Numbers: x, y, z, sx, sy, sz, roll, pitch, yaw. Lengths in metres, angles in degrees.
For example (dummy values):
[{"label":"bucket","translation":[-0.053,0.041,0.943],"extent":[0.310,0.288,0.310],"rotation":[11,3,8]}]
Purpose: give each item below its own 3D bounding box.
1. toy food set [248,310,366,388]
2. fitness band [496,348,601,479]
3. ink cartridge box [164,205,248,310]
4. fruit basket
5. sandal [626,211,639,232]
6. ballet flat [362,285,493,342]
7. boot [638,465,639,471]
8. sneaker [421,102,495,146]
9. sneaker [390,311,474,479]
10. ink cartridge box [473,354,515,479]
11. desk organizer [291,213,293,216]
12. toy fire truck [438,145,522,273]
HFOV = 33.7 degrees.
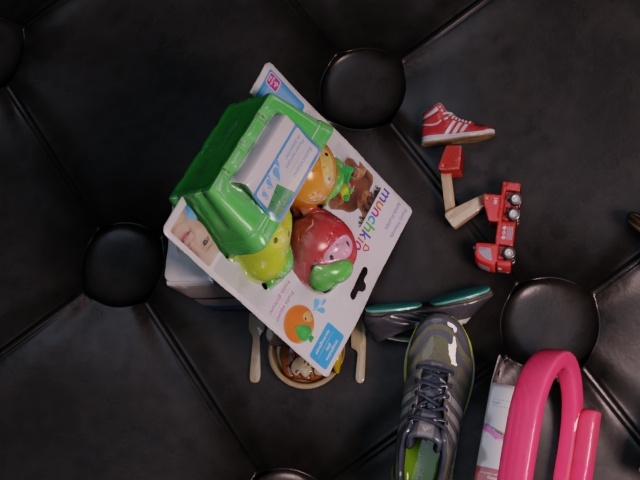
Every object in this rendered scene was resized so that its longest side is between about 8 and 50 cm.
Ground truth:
[{"label":"toy food set","translation":[-0.024,0.165,1.654],"extent":[0.192,0.038,0.132],"rotation":[-3,75,11]},{"label":"fitness band","translation":[0.314,0.295,1.459],"extent":[0.054,0.209,0.290],"rotation":[2,75,39]},{"label":"ink cartridge box","translation":[-0.163,0.023,1.641],"extent":[0.082,0.190,0.139],"rotation":[1,75,15]},{"label":"fruit basket","translation":[-0.025,-0.032,1.536],"extent":[0.353,0.165,0.327],"rotation":[42,61,-23]},{"label":"sandal","translation":[0.527,0.044,1.560],"extent":[0.219,0.090,0.060],"rotation":[48,111,12]},{"label":"ballet flat","translation":[0.167,0.119,1.618],"extent":[0.203,0.074,0.074],"rotation":[-11,73,3]},{"label":"boot","translation":[0.536,0.361,1.453],"extent":[0.204,0.095,0.261],"rotation":[17,78,15]},{"label":"sneaker","translation":[0.219,-0.190,1.697],"extent":[0.119,0.042,0.067],"rotation":[-5,78,13]},{"label":"sneaker","translation":[0.164,0.253,1.533],"extent":[0.111,0.121,0.299],"rotation":[5,85,7]},{"label":"ink cartridge box","translation":[0.272,0.273,1.522],"extent":[0.067,0.115,0.198],"rotation":[9,78,15]},{"label":"desk organizer","translation":[0.000,0.000,1.691],"extent":[0.130,0.047,0.050],"rotation":[16,77,15]},{"label":"toy fire truck","translation":[0.245,-0.048,1.651],"extent":[0.135,0.047,0.192],"rotation":[6,77,14]}]
